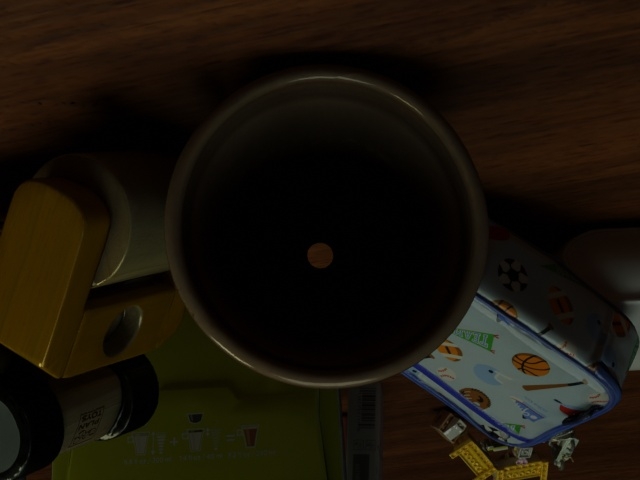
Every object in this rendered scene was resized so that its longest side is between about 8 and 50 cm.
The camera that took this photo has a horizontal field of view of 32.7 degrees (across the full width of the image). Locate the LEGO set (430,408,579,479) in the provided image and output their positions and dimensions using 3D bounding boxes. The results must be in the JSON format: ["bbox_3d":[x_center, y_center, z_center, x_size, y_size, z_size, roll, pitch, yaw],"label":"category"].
[{"bbox_3d":[0.297,0.347,1.901,0.287,0.107,0.132,13,116,-20],"label":"LEGO set"}]

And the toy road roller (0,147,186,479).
[{"bbox_3d":[-0.269,0.042,1.016,0.241,0.329,0.202,30,-162,20],"label":"toy road roller"}]

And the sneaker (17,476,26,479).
[{"bbox_3d":[-0.476,0.300,1.629,0.135,0.098,0.276,-37,145,-23],"label":"sneaker"}]

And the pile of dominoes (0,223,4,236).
[{"bbox_3d":[-0.332,0.040,1.218,0.251,0.040,0.196,-7,154,8],"label":"pile of dominoes"}]

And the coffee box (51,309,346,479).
[{"bbox_3d":[-0.137,0.276,1.385,0.338,0.338,0.334,-3,154,0],"label":"coffee box"}]

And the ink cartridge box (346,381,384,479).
[{"bbox_3d":[0.079,0.345,1.728,0.066,0.189,0.232,-3,155,12],"label":"ink cartridge box"}]

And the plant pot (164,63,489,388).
[{"bbox_3d":[0.000,0.000,0.973,0.263,0.263,0.229,-1,173,-3],"label":"plant pot"}]

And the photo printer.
[{"bbox_3d":[0.392,0.073,1.279,0.308,0.107,0.256,-2,154,-2],"label":"photo printer"}]

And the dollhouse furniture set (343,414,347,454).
[{"bbox_3d":[-0.068,0.337,1.736,0.201,0.152,0.374,-9,154,12],"label":"dollhouse furniture set"}]

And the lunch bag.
[{"bbox_3d":[0.176,0.104,1.185,0.303,0.115,0.243,38,143,-9],"label":"lunch bag"}]
